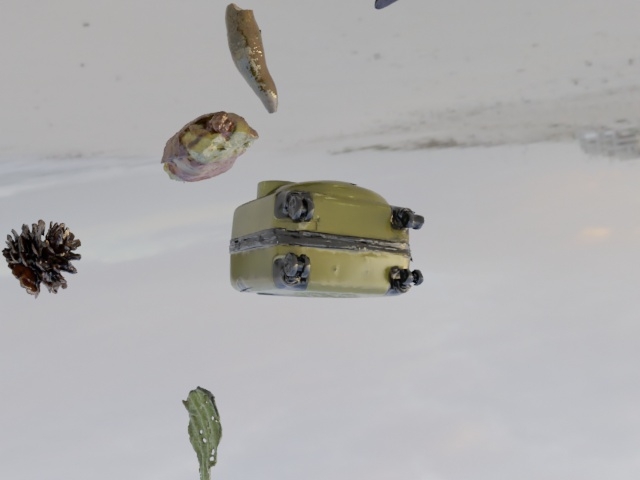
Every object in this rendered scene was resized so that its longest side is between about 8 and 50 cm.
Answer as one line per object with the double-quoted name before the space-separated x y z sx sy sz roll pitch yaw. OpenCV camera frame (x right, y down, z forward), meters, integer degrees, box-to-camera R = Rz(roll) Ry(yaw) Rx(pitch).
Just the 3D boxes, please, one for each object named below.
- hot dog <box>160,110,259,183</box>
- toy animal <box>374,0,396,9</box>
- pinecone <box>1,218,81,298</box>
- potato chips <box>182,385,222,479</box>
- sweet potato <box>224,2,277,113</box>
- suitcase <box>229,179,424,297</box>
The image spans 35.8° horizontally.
"hot dog" -0.197 -0.171 1.715 0.146 0.103 0.213 -17 172 -32
"toy animal" 0.183 -0.433 1.268 0.195 0.324 0.090 -8 148 31
"pinecone" -0.472 0.027 1.698 0.121 0.140 0.140 -30 -176 5
"potato chips" -0.200 0.341 1.713 0.028 0.207 0.092 17 129 -34
"sweet potato" -0.145 -0.377 2.039 0.077 0.243 0.077 -16 179 0
"suitcase" 0.000 0.000 1.253 0.194 0.143 0.235 5 174 -24
